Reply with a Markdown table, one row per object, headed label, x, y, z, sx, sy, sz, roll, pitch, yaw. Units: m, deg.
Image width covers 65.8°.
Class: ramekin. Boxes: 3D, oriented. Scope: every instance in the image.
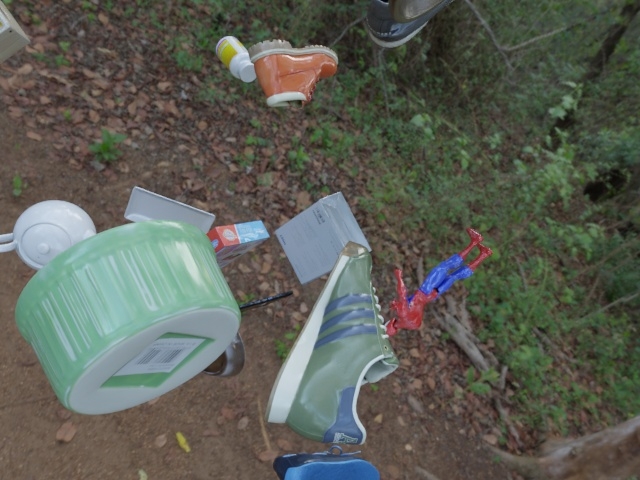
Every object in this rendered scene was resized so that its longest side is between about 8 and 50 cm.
| label | x | y | z | sx | sy | sz | roll | pitch | yaw |
| --- | --- | --- | --- | --- | --- | --- | --- | --- | --- |
| ramekin | -0.270 | 0.125 | 0.747 | 0.303 | 0.303 | 0.148 | -7 | 53 | -47 |

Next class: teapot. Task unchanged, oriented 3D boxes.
| label | x | y | z | sx | sy | sz | roll | pitch | yaw |
| --- | --- | --- | --- | --- | --- | --- | --- | --- | --- |
| teapot | -0.835 | 0.002 | 1.525 | 0.252 | 0.256 | 0.187 | 46 | 4 | -19 |

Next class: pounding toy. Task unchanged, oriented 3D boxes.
| label | x | y | z | sx | sy | sz | roll | pitch | yaw |
| --- | --- | --- | --- | --- | --- | --- | --- | --- | --- |
| pounding toy | -0.824 | -0.486 | 1.133 | 0.181 | 0.206 | 0.094 | 54 | -1 | 2 |

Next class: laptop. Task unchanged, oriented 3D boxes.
| label | x | y | z | sx | sy | sz | roll | pitch | yaw |
| --- | --- | --- | --- | --- | --- | --- | --- | --- | --- |
| laptop | -0.244 | 0.127 | 1.312 | 0.264 | 0.234 | 0.137 | -13 | 83 | -25 |

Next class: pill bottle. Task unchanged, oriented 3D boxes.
| label | x | y | z | sx | sy | sz | roll | pitch | yaw |
| --- | --- | --- | --- | --- | --- | --- | --- | --- | --- |
| pill bottle | -0.131 | -0.286 | 0.787 | 0.043 | 0.043 | 0.083 | 0 | 43 | -44 |

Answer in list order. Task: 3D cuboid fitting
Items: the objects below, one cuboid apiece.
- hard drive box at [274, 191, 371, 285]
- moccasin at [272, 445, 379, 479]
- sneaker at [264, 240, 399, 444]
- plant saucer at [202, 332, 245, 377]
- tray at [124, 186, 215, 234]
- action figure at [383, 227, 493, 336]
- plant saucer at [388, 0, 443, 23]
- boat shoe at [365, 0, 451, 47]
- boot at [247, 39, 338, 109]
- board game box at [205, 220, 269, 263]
| label | x | y | z | sx | sy | sz | roll | pitch | yaw |
| --- | --- | --- | --- | --- | --- | --- | --- | --- | --- |
| hard drive box | 0.000 | 0.000 | 1.359 | 0.089 | 0.232 | 0.181 | -25 | 88 | -42 |
| moccasin | 0.023 | 0.598 | 1.295 | 0.342 | 0.116 | 0.138 | 35 | 72 | -38 |
| sneaker | 0.028 | 0.087 | 0.430 | 0.086 | 0.064 | 0.192 | 22 | 49 | 8 |
| plant saucer | -0.365 | 0.304 | 1.527 | 0.311 | 0.310 | 0.050 | 48 | 42 | 6 |
| tray | -0.497 | -0.086 | 1.640 | 0.270 | 0.145 | 0.030 | 21 | 39 | -19 |
| action figure | 0.222 | 0.086 | 1.074 | 0.091 | 0.280 | 0.139 | 44 | -2 | -35 |
| plant saucer | 0.173 | -0.365 | 0.549 | 0.041 | 0.278 | 0.278 | 47 | 36 | 2 |
| boat shoe | 0.209 | -0.468 | 0.838 | 0.112 | 0.335 | 0.095 | 43 | -6 | 17 |
| boot | -0.027 | -0.221 | 0.680 | 0.157 | 0.059 | 0.085 | -20 | 95 | -46 |
| board game box | -0.346 | 0.049 | 1.541 | 0.064 | 0.316 | 0.242 | 62 | 25 | 6 |
